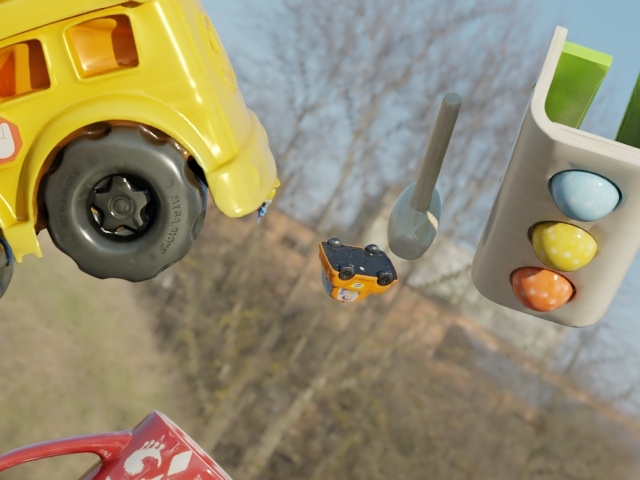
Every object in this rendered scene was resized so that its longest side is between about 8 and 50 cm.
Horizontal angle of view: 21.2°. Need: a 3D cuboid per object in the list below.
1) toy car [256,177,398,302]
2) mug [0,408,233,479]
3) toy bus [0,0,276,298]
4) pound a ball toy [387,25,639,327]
[{"bbox_3d":[0.000,0.000,1.207,0.060,0.040,0.122,-5,44,-43],"label":"toy car"},{"bbox_3d":[-0.143,0.190,1.091,0.113,0.169,0.150,40,-7,49],"label":"mug"},{"bbox_3d":[-0.154,-0.082,0.850,0.149,0.220,0.211,-89,161,-71],"label":"toy bus"},{"bbox_3d":[0.169,-0.036,1.418,0.208,0.135,0.319,18,-30,3],"label":"pound a ball toy"}]
